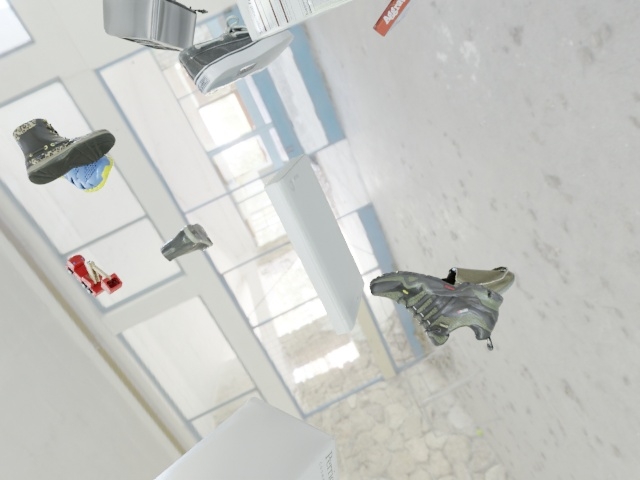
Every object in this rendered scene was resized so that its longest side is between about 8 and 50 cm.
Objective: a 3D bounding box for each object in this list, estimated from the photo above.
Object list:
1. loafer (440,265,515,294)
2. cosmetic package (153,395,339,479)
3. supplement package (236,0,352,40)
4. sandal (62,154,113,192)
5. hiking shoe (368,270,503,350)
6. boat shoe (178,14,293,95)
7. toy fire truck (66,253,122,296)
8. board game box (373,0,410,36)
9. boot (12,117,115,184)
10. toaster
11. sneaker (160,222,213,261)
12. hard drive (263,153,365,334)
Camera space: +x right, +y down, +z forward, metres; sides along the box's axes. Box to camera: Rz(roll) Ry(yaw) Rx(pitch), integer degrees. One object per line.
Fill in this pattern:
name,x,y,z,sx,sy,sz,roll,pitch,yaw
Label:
loafer,0.364,0.108,1.289,0.094,0.251,0.087,-123,15,-79
cosmetic package,-0.139,0.376,0.580,0.155,0.365,0.197,12,120,37
supplement package,-0.034,-0.421,0.797,0.194,0.203,0.149,-97,-14,-67
sandal,-0.725,-0.225,1.478,0.317,0.126,0.138,13,168,32
hiking shoe,0.185,0.118,0.870,0.086,0.227,0.114,30,-110,-66
boat shoe,-0.175,-0.407,1.090,0.105,0.306,0.113,50,142,-5
toy fire truck,-0.690,0.103,1.558,0.192,0.047,0.135,44,137,5
board game box,0.188,-0.449,0.780,0.027,0.281,0.145,39,-140,-4
boot,-0.685,-0.270,1.362,0.178,0.236,0.085,52,166,23
toaster,-0.399,-0.527,1.238,0.168,0.185,0.110,-26,-54,-68
sneaker,-0.420,0.008,1.610,0.083,0.118,0.222,56,-177,8
hard drive,0.000,0.000,0.992,0.307,0.040,0.203,65,-160,-17
